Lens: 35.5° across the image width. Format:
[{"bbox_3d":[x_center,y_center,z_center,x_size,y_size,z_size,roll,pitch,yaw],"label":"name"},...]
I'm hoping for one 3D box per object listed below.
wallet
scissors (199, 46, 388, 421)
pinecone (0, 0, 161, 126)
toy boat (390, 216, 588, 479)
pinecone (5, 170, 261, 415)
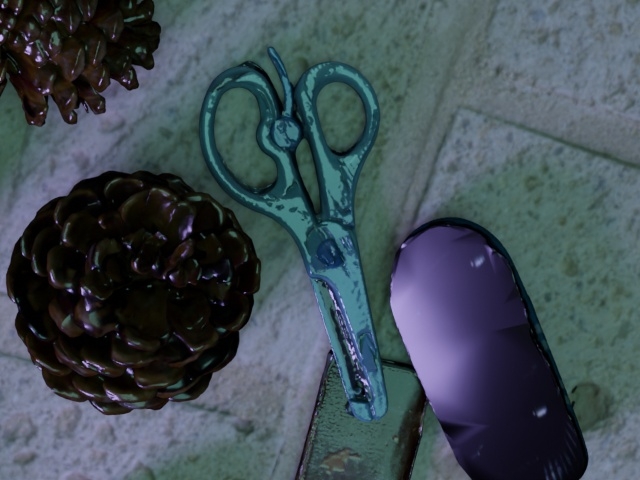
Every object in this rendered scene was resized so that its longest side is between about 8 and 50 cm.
[{"bbox_3d":[0.038,0.236,1.060,0.121,0.031,0.232,14,96,-6],"label":"wallet"},{"bbox_3d":[0.000,0.000,0.995,0.180,0.032,0.393,-15,98,-2],"label":"scissors"},{"bbox_3d":[-0.240,-0.189,0.880,0.195,0.150,0.179,7,100,-9],"label":"pinecone"},{"bbox_3d":[0.175,0.112,1.029,0.134,0.092,0.299,-19,97,27],"label":"toy boat"},{"bbox_3d":[-0.166,0.040,0.893,0.224,0.272,0.224,5,67,-12],"label":"pinecone"}]
